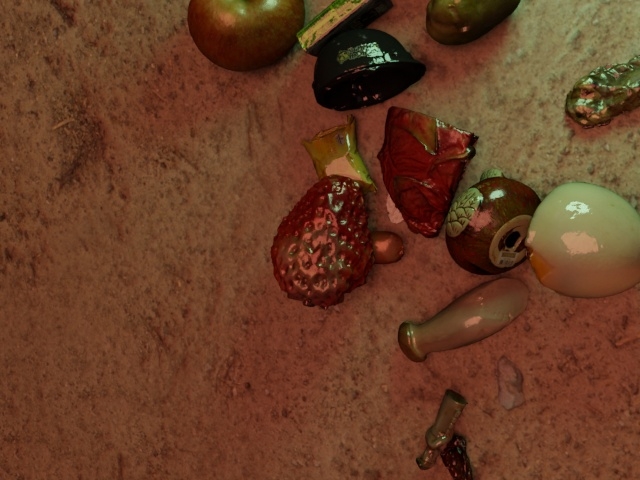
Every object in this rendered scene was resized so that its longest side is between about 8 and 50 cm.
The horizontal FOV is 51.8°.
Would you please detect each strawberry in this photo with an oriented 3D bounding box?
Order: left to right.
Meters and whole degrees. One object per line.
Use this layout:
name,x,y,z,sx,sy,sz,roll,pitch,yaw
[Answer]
strawberry,0.000,0.000,1.638,0.265,0.149,0.336,17,97,18

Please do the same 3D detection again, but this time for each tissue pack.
tissue pack,0.062,-0.557,1.658,0.235,0.173,0.073,-34,89,17

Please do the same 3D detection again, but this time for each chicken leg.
chicken leg,0.354,0.602,1.696,0.093,0.053,0.205,-7,84,42

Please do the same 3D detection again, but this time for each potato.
potato,0.362,-0.560,1.548,0.228,0.197,0.149,-23,77,-9

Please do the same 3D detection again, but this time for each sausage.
sausage,0.074,0.027,1.738,0.300,0.083,0.089,-7,91,17

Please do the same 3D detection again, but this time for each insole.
insole,0.208,-0.141,1.721,0.065,0.006,0.193,6,94,18

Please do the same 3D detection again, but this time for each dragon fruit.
dragon fruit,0.290,-0.159,1.614,0.240,0.302,0.330,-5,107,-13

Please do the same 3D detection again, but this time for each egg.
egg,0.604,0.004,1.442,0.286,0.174,0.264,26,88,-18

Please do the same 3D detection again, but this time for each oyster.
oyster,0.725,-0.376,1.502,0.345,0.078,0.129,-27,76,21

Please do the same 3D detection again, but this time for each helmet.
helmet,0.106,-0.438,1.629,0.278,0.230,0.160,-18,77,6

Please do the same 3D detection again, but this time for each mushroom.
mushroom,0.352,0.200,1.636,0.350,0.128,0.128,-27,84,23

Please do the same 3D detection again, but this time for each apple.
apple,-0.194,-0.589,1.703,0.277,0.250,0.309,38,102,13

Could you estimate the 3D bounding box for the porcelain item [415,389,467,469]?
porcelain item,0.308,0.494,1.693,0.054,0.084,0.213,19,101,-11

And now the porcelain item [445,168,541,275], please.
porcelain item,0.396,-0.048,1.577,0.253,0.253,0.253,1,94,19

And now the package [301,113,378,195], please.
package,0.050,-0.199,1.726,0.168,0.090,0.226,-22,85,18
